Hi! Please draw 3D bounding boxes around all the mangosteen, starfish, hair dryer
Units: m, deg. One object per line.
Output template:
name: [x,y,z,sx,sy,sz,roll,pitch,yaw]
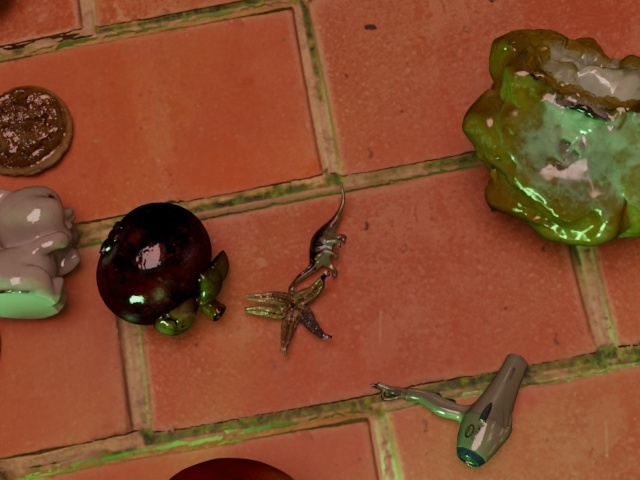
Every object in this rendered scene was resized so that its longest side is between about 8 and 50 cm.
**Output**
mangosteen: [-0.217,0.045,1.634,0.200,0.200,0.199,-2,71,4]
starfish: [-0.029,0.094,1.655,0.133,0.041,0.130,44,89,10]
hair dryer: [0.194,0.203,1.608,0.199,0.067,0.167,34,68,29]

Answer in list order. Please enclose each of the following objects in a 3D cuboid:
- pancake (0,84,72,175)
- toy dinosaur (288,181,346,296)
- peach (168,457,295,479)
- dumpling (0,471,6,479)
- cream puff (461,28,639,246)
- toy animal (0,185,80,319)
pancake: [-0.458,-0.171,1.790,0.158,0.028,0.158,-2,70,6]
toy dinosaur: [0.013,0.007,1.685,0.058,0.037,0.180,25,76,8]
peach: [-0.112,0.378,1.479,0.243,0.243,0.199,-7,90,3]
dumpling: [-0.491,0.365,1.573,0.199,0.118,0.136,34,92,42]
cream puff: [0.365,-0.136,1.620,0.323,0.270,0.274,20,109,12]
toy animal: [-0.441,0.017,1.668,0.179,0.127,0.193,-10,66,0]
